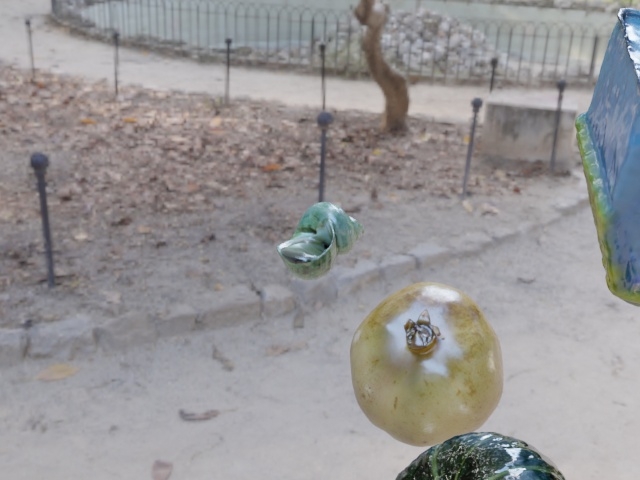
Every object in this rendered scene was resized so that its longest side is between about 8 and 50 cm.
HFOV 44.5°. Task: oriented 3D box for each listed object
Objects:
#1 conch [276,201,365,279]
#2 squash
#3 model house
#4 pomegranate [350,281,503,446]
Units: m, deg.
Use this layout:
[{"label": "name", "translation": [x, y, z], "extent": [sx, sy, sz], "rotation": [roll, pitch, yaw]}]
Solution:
[{"label": "conch", "translation": [-0.001, 0.004, 1.618], "extent": [0.188, 0.122, 0.176], "rotation": [-46, 17, -16]}, {"label": "squash", "translation": [0.176, 0.342, 0.885], "extent": [0.252, 0.165, 0.252], "rotation": [-33, 31, 23]}, {"label": "model house", "translation": [0.405, -0.083, 0.902], "extent": [0.216, 0.303, 0.237], "rotation": [14, 39, -1]}, {"label": "pomegranate", "translation": [0.195, 0.225, 1.457], "extent": [0.319, 0.319, 0.319], "rotation": [2, 22, -1]}]
